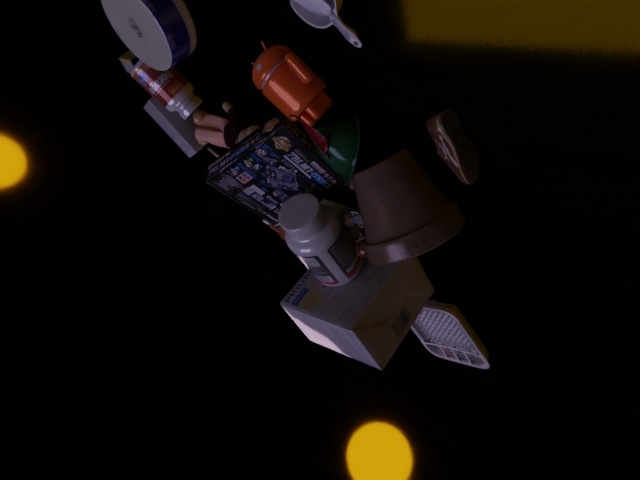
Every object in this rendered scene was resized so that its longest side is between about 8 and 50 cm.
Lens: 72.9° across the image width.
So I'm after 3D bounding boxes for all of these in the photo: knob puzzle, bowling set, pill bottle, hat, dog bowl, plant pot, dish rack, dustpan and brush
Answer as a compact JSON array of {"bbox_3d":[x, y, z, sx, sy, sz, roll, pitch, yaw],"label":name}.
[{"bbox_3d":[-0.342,-0.302,1.619,0.213,0.030,0.213,37,-175,-4],"label":"knob puzzle"},{"bbox_3d":[0.131,-0.045,1.289,0.154,0.200,0.287,5,135,53],"label":"bowling set"},{"bbox_3d":[-0.504,-0.511,1.441,0.216,0.121,0.121,43,156,-21],"label":"pill bottle"},{"bbox_3d":[0.000,0.000,1.332,0.176,0.176,0.318,20,160,35],"label":"pill bottle"},{"bbox_3d":[-0.010,-0.245,1.080,0.184,0.173,0.208,3,132,-13],"label":"hat"},{"bbox_3d":[-0.491,-0.632,1.244,0.265,0.104,0.265,31,154,17],"label":"dog bowl"},{"bbox_3d":[0.193,-0.095,1.085,0.263,0.263,0.229,-10,110,59],"label":"plant pot"},{"bbox_3d":[0.461,0.330,1.610,0.332,0.072,0.286,51,154,-24],"label":"dish rack"},{"bbox_3d":[0.014,-0.471,0.873,0.211,0.060,0.147,39,155,0],"label":"dustpan and brush"}]

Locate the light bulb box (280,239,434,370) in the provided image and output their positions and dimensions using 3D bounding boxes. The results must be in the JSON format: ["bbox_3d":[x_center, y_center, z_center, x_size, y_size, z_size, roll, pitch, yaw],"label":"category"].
[{"bbox_3d":[0.126,0.196,1.501,0.361,0.358,0.225,9,141,49],"label":"light bulb box"}]

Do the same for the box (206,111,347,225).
[{"bbox_3d":[-0.123,-0.189,1.260,0.293,0.073,0.296,-29,138,27],"label":"box"}]

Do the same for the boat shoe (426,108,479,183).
[{"bbox_3d":[0.292,-0.202,0.954,0.178,0.064,0.060,56,156,-19],"label":"boat shoe"}]

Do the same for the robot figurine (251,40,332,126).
[{"bbox_3d":[-0.077,-0.384,1.069,0.219,0.128,0.158,43,-164,-8],"label":"robot figurine"}]

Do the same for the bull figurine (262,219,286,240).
[{"bbox_3d":[-0.119,-0.083,1.677,0.188,0.101,0.310,42,153,4],"label":"bull figurine"}]

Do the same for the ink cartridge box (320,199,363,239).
[{"bbox_3d":[0.048,-0.077,1.496,0.181,0.061,0.104,20,149,35],"label":"ink cartridge box"}]

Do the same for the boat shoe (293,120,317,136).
[{"bbox_3d":[-0.075,-0.264,1.274,0.079,0.084,0.233,30,134,3],"label":"boat shoe"}]

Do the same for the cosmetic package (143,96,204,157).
[{"bbox_3d":[-0.504,-0.436,1.573,0.238,0.127,0.107,50,154,-19],"label":"cosmetic package"}]

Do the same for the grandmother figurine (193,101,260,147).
[{"bbox_3d":[-0.295,-0.343,1.427,0.342,0.104,0.207,21,133,42],"label":"grandmother figurine"}]

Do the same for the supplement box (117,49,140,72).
[{"bbox_3d":[-0.624,-0.615,1.481,0.083,0.083,0.056,23,151,29],"label":"supplement box"}]
